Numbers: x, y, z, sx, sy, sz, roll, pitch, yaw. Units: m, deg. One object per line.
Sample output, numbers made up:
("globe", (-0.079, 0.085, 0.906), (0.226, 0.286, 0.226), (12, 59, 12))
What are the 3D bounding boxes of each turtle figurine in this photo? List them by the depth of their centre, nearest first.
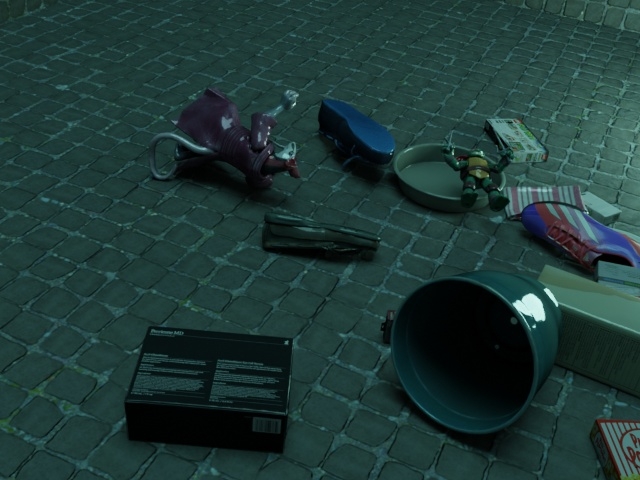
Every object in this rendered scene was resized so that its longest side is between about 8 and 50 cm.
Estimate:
("turtle figurine", (0.389, -0.176, 1.965), (0.175, 0.118, 0.234), (-6, 49, 8))

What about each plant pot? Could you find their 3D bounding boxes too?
("plant pot", (0.307, 0.173, 1.435), (0.271, 0.272, 0.255), (29, 25, 29))

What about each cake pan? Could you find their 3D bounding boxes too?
("cake pan", (0.331, -0.163, 2.085), (0.293, 0.054, 0.293), (4, 35, -3))

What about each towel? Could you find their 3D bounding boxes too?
("towel", (0.566, -0.100, 2.029), (0.197, 0.029, 0.144), (0, 33, 7))

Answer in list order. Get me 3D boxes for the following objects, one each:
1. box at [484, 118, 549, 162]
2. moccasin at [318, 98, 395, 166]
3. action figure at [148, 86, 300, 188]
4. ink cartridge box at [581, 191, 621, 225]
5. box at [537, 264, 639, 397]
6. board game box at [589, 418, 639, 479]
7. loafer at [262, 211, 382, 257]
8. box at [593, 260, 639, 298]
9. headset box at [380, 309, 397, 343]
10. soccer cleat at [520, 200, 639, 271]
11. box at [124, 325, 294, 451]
("box", (0.566, -0.292, 2.325), (0.114, 0.036, 0.207), (-2, 35, -12))
("moccasin", (0.097, -0.272, 2.160), (0.137, 0.117, 0.342), (4, 28, -26))
("action figure", (-0.204, -0.236, 1.938), (0.370, 0.248, 0.275), (28, 41, 32))
("ink cartridge box", (0.703, -0.083, 2.051), (0.062, 0.029, 0.115), (-16, 38, -28))
("box", (0.550, 0.181, 1.543), (0.311, 0.148, 0.121), (22, 37, 19))
("board game box", (0.551, 0.386, 1.331), (0.146, 0.045, 0.193), (3, 35, -5))
("loafer", (0.000, 0.000, 1.795), (0.267, 0.084, 0.096), (12, 4, 2))
("box", (0.650, 0.135, 1.680), (0.145, 0.038, 0.186), (12, 51, 7))
("headset box", (0.160, 0.171, 1.566), (0.083, 0.062, 0.032), (6, 34, -1))
("soccer cleat", (0.603, 0.004, 1.848), (0.318, 0.109, 0.116), (26, 43, 22))
("box", (-0.181, 0.249, 1.364), (0.261, 0.103, 0.184), (5, 37, -1))
